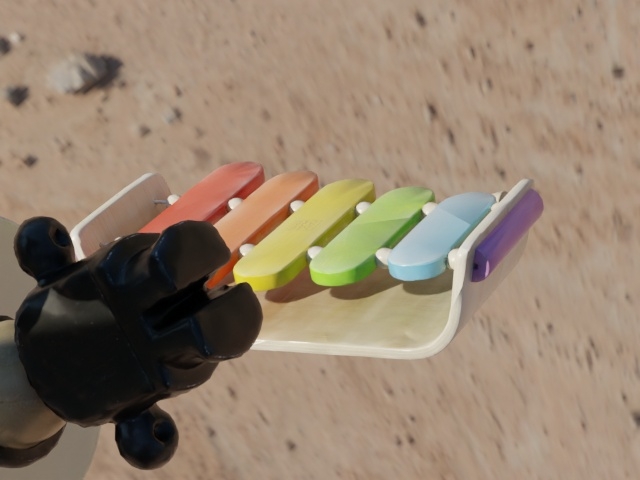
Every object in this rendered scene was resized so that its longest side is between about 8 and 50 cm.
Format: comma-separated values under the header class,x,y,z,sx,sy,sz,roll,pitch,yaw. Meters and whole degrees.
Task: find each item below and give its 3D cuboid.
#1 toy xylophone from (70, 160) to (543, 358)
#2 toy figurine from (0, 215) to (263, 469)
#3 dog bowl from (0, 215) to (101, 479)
class,x,y,z,sx,sy,sz,roll,pitch,yaw
toy xylophone,0.000,0.000,1.267,0.322,0.236,0.081,-2,114,22
toy figurine,-0.136,0.074,0.602,0.148,0.209,0.213,-25,52,40
dog bowl,-0.301,0.112,1.544,0.104,0.265,0.265,-15,68,30
